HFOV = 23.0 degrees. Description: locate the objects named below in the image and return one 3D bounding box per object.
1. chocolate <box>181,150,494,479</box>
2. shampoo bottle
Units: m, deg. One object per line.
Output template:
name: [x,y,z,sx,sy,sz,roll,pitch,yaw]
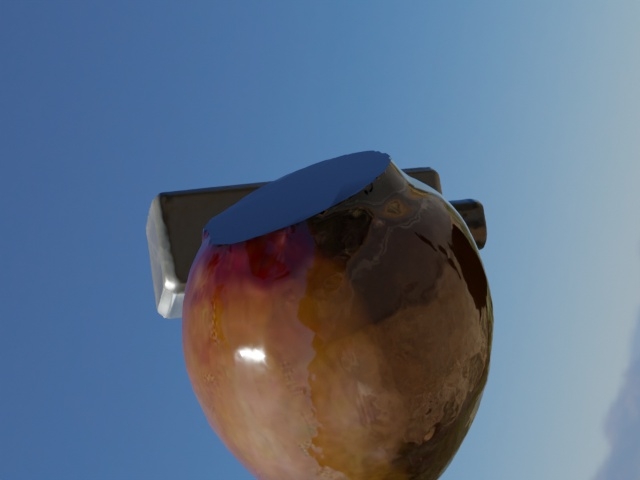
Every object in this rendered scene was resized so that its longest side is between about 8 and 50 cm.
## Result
chocolate: [0.012,0.042,0.612,0.133,0.124,0.127,61,-168,-15]
shampoo bottle: [0.000,0.000,1.146,0.080,0.246,0.079,121,142,-69]
